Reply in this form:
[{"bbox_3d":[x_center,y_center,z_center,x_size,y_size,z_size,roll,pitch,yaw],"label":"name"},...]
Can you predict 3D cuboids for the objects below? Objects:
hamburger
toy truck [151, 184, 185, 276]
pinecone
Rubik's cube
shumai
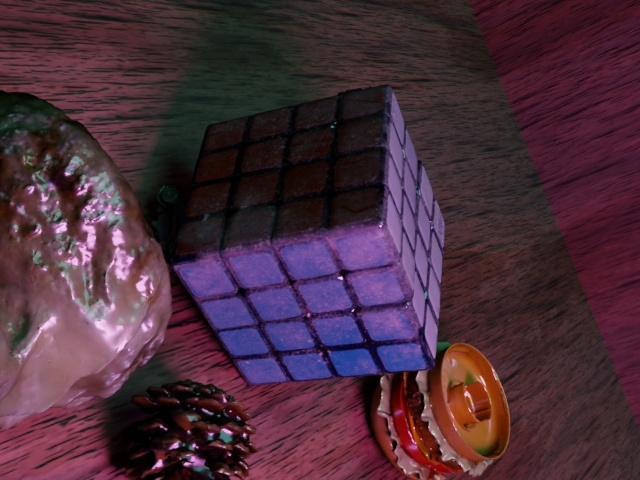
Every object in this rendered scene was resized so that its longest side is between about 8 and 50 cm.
[{"bbox_3d":[0.218,0.340,1.835,0.274,0.212,0.274,33,43,-38],"label":"hamburger"},{"bbox_3d":[-0.243,-0.009,1.519,0.080,0.078,0.154,63,11,-52],"label":"toy truck"},{"bbox_3d":[-0.187,0.296,1.310,0.179,0.184,0.204,56,50,-62],"label":"pinecone"},{"bbox_3d":[0.000,0.000,1.535,0.343,0.345,0.337,-80,153,-43],"label":"Rubik's cube"},{"bbox_3d":[-0.390,0.070,1.066,0.348,0.395,0.395,-43,108,-34],"label":"shumai"}]
